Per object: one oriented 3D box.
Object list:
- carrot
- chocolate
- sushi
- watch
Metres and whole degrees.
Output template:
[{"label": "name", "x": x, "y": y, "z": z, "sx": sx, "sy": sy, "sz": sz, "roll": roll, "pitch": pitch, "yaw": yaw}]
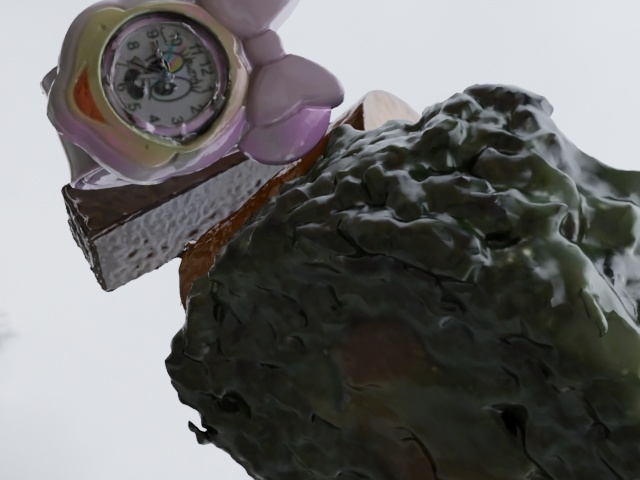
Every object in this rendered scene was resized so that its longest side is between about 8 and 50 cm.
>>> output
[{"label": "carrot", "x": 0.000, "y": 0.000, "z": 1.034, "sx": 0.254, "sy": 0.196, "sz": 0.196, "roll": -29, "pitch": -104, "yaw": 23}, {"label": "chocolate", "x": -0.128, "y": -0.073, "z": 1.219, "sx": 0.112, "sy": 0.321, "sz": 0.112, "roll": 54, "pitch": -17, "yaw": 31}, {"label": "sushi", "x": 0.100, "y": 0.088, "z": 0.653, "sx": 0.352, "sy": 0.178, "sz": 0.294, "roll": 48, "pitch": -45, "yaw": -5}, {"label": "watch", "x": -0.130, "y": -0.142, "z": 0.998, "sx": 0.217, "sy": 0.248, "sz": 0.211, "roll": 157, "pitch": -86, "yaw": -77}]
